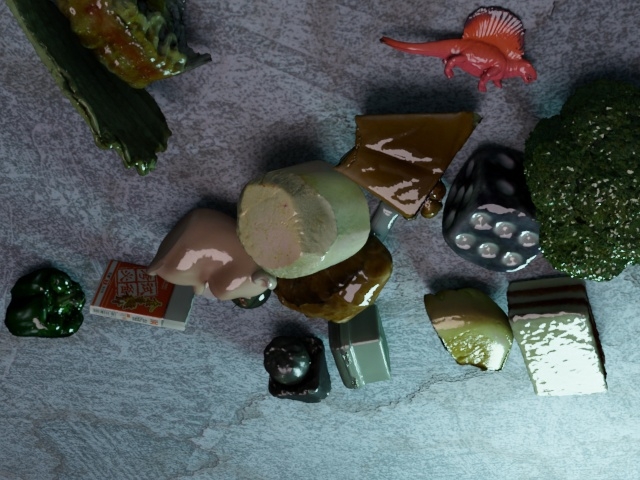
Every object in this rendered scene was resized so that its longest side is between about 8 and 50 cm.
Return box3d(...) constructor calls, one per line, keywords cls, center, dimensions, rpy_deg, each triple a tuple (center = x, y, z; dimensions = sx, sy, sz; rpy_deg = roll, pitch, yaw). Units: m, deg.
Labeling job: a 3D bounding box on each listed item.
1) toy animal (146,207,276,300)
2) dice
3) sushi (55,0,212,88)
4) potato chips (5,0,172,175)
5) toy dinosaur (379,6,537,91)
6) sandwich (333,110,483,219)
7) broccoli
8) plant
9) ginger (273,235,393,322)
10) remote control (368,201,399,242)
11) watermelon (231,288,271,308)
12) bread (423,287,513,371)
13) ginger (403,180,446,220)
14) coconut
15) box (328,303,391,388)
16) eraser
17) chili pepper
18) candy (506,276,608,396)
box3d(cls="toy animal", center=(-0.227, 0.046, 1.804), dimensions=(0.256, 0.195, 0.213), rpy_deg=(28, 125, -13))
box3d(cls="dice", center=(0.356, -0.061, 1.612), dimensions=(0.182, 0.183, 0.181), rpy_deg=(20, 137, -7))
box3d(cls="sushi", center=(-0.323, -0.377, 1.409), dimensions=(0.140, 0.184, 0.274), rpy_deg=(-11, 137, 26))
box3d(cls="potato chips", center=(-0.409, -0.300, 1.407), dimensions=(0.070, 0.358, 0.429), rpy_deg=(-35, 96, 7))
box3d(cls="toy dinosaur", center=(0.260, -0.354, 1.423), dimensions=(0.286, 0.070, 0.139), rpy_deg=(20, 125, -7))
box3d(cls="sandwich", center=(0.157, -0.189, 1.520), dimensions=(0.198, 0.155, 0.227), rpy_deg=(34, 102, 2))
box3d(cls="broccoli", center=(0.543, -0.114, 1.442), dimensions=(0.413, 0.310, 0.321), rpy_deg=(-45, 125, -2))
box3d(cls="plant", center=(-0.054, 0.336, 2.106), dimensions=(0.142, 0.164, 0.256), rpy_deg=(-7, 149, 22))
box3d(cls="ginger", center=(0.023, 0.102, 1.832), dimensions=(0.321, 0.172, 0.165), rpy_deg=(-19, 168, 33))
box3d(cls="remote control", center=(0.124, -0.014, 1.807), dimensions=(0.050, 0.027, 0.184), rpy_deg=(19, 136, -7))
box3d(cls="watermelon", center=(-0.176, 0.120, 1.935), dimensions=(0.105, 0.105, 0.133), rpy_deg=(29, 123, -19))
box3d(cls="bread", center=(0.362, 0.194, 1.903), dimensions=(0.156, 0.158, 0.260), rpy_deg=(-24, 127, 17))
box3d(cls="ginger", center=(0.213, -0.102, 1.675), dimensions=(0.103, 0.073, 0.162), rpy_deg=(11, 144, 18))
box3d(cls="coconut", center=(-0.029, -0.048, 1.662), dimensions=(0.239, 0.244, 0.239), rpy_deg=(10, 107, 34))
box3d(cls="box", center=(0.099, 0.263, 2.013), dimensions=(0.129, 0.148, 0.210), rpy_deg=(-9, 136, 8))
box3d(cls="eraser", center=(-0.420, 0.130, 1.954), dimensions=(0.230, 0.157, 0.038), rpy_deg=(11, 133, -2))
box3d(cls="chili pepper", center=(-0.663, 0.165, 2.017), dimensions=(0.261, 0.173, 0.165), rpy_deg=(-8, 140, 27))
box3d(cls="candy", center=(0.559, 0.227, 1.906), dimensions=(0.180, 0.135, 0.320), rpy_deg=(-12, 130, 21))
